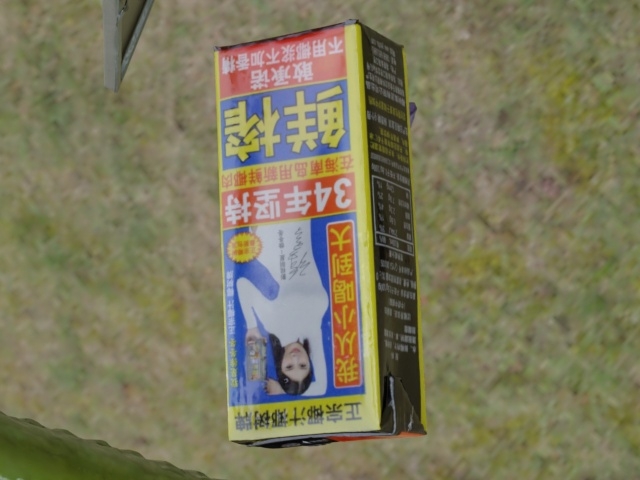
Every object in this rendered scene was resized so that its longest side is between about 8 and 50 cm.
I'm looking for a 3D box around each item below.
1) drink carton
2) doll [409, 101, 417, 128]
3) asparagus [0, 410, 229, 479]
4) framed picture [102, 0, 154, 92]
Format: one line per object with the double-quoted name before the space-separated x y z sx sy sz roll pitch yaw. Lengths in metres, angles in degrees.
"drink carton" 0.000 0.000 0.732 0.071 0.056 0.166 -8 79 28
"doll" 0.017 -0.088 1.591 0.115 0.190 0.050 13 138 8
"asparagus" -0.119 0.172 1.006 0.382 0.108 0.128 23 136 -30
"framed picture" -0.138 -0.254 1.487 0.019 0.209 0.281 20 165 -2
